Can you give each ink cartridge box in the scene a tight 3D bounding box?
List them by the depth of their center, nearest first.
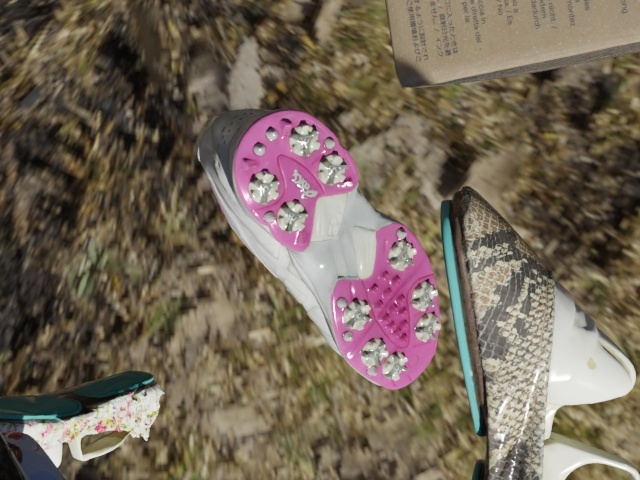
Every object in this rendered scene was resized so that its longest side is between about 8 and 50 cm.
[{"bbox_3d":[0.122,-0.212,0.893,0.193,0.088,0.235,-7,91,36],"label":"ink cartridge box"}]

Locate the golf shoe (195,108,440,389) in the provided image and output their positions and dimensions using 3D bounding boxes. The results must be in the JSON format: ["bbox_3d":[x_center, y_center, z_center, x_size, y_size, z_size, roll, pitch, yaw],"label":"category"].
[{"bbox_3d":[0.000,0.000,1.436,0.115,0.140,0.306,-42,123,-17],"label":"golf shoe"}]

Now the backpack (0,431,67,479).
[{"bbox_3d":[-0.324,0.291,1.429,0.213,0.276,0.263,15,116,-45],"label":"backpack"}]

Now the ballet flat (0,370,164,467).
[{"bbox_3d":[-0.252,0.187,1.674,0.241,0.091,0.077,-8,105,-45],"label":"ballet flat"}]

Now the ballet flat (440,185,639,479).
[{"bbox_3d":[0.199,0.189,1.525,0.182,0.164,0.483,1,100,9],"label":"ballet flat"}]
